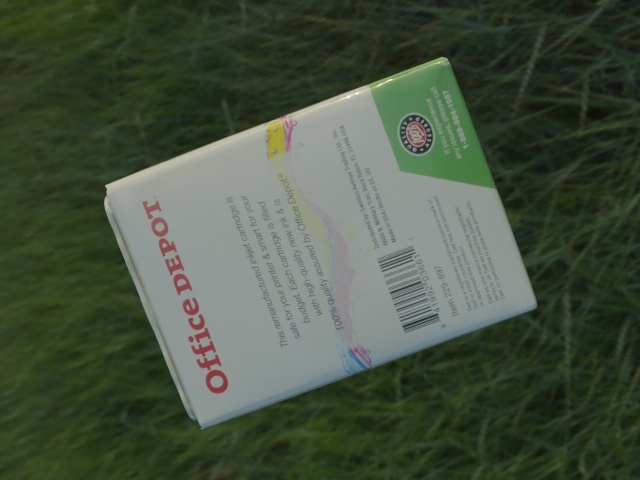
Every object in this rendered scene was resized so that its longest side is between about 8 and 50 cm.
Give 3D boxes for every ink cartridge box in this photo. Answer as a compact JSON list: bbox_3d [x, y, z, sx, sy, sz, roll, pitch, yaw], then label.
[{"bbox_3d":[0.000,0.000,0.757,0.093,0.212,0.154,-78,-33,-84],"label":"ink cartridge box"}]
